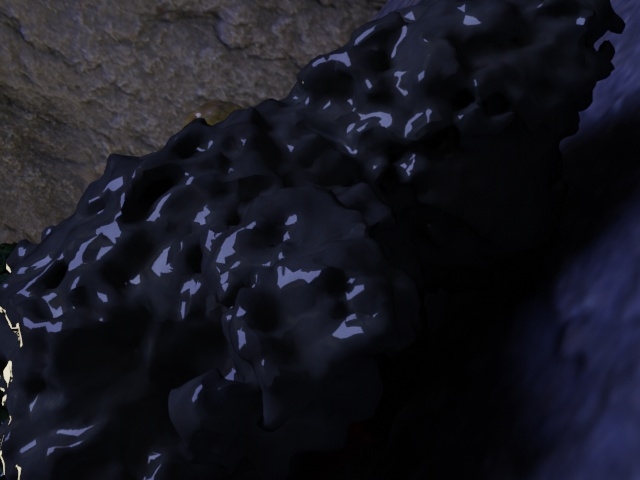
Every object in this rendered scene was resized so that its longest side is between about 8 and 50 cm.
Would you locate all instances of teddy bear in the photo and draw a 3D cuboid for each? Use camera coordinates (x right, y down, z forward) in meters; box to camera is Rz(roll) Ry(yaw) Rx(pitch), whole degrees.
[{"bbox_3d":[0.012,0.013,0.542,0.367,0.224,0.357,-36,9,3],"label":"teddy bear"}]

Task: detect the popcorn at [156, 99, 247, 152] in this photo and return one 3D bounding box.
[{"bbox_3d":[-0.113,-0.060,1.299,0.191,0.190,0.253,-31,18,46],"label":"popcorn"}]

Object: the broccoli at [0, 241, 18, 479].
[{"bbox_3d":[-0.254,0.155,0.870,0.310,0.321,0.413,-56,23,29],"label":"broccoli"}]
